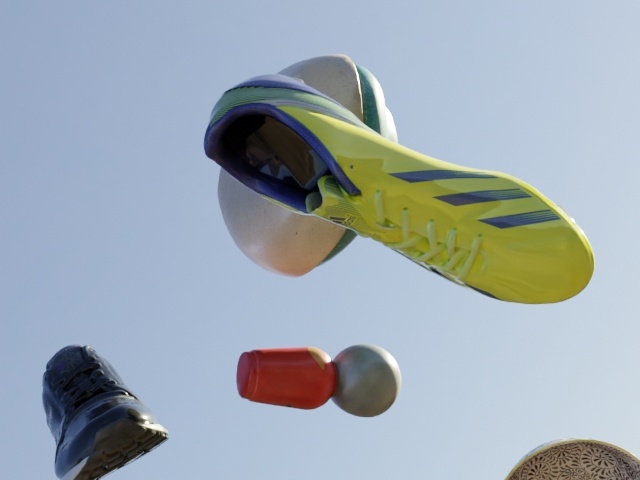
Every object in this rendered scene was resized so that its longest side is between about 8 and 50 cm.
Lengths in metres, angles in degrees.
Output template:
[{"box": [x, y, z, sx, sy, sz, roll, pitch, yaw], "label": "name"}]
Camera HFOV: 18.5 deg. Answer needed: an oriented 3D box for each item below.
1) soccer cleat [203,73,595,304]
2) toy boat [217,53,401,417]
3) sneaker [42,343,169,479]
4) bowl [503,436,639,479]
[{"box": [0.048, -0.023, 1.358, 0.121, 0.289, 0.093, -43, -22, -62], "label": "soccer cleat"}, {"box": [0.000, 0.000, 1.771, 0.148, 0.318, 0.267, 4, -11, -20], "label": "toy boat"}, {"box": [-0.217, 0.156, 1.785, 0.107, 0.124, 0.283, -28, -3, -12], "label": "sneaker"}, {"box": [0.247, 0.256, 1.941, 0.170, 0.170, 0.080, -45, 17, 13], "label": "bowl"}]
